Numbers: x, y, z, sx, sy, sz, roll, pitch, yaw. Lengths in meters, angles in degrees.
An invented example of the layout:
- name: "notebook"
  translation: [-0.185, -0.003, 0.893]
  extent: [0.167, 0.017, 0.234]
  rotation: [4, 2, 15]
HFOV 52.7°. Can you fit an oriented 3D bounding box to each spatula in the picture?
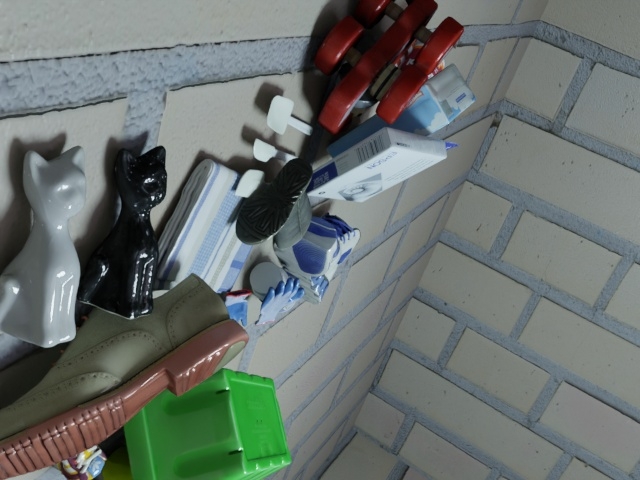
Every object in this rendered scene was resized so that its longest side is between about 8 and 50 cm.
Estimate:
- name: "spatula"
  translation: [-0.065, -0.146, 1.087]
  extent: [0.242, 0.019, 0.168]
  rotation: [-2, 111, -73]

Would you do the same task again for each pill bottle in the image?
- name: "pill bottle"
  translation: [-0.097, 0.095, 1.319]
  extent: [0.078, 0.078, 0.137]
  rotation: [-56, 161, -13]
- name: "pill bottle"
  translation: [0.205, -0.355, 1.434]
  extent: [0.152, 0.086, 0.086]
  rotation: [-56, 162, -15]

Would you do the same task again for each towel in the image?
- name: "towel"
  translation: [-0.169, -0.010, 1.038]
  extent: [0.209, 0.034, 0.285]
  rotation: [-63, 164, 1]

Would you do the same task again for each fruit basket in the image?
- name: "fruit basket"
  translation: [-0.266, 0.380, 1.132]
  extent: [0.391, 0.283, 0.392]
  rotation: [-14, 162, -5]

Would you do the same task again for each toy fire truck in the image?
- name: "toy fire truck"
  translation: [0.097, -0.298, 1.148]
  extent: [0.302, 0.169, 0.254]
  rotation: [-52, 179, -21]

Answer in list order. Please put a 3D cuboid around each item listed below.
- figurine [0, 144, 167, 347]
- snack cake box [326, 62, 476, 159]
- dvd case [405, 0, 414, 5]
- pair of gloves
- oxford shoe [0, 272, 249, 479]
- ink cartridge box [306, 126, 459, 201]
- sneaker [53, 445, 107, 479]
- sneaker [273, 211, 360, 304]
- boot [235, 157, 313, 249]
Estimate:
- name: "figurine"
  translation: [-0.262, -0.007, 0.730]
  extent: [0.215, 0.092, 0.210]
  rotation: [-16, 125, -64]
- name: "snack cake box"
  translation: [0.157, -0.230, 1.278]
  extent: [0.264, 0.089, 0.152]
  rotation: [-28, -170, 42]
- name: "dvd case"
  translation: [0.170, -0.482, 1.175]
  extent: [0.013, 0.087, 0.119]
  rotation: [-10, 147, -9]
- name: "pair of gloves"
  translation: [-0.123, 0.131, 1.238]
  extent: [0.198, 0.023, 0.159]
  rotation: [-10, 148, -32]
- name: "oxford shoe"
  translation: [-0.295, 0.174, 0.846]
  extent: [0.396, 0.147, 0.140]
  rotation: [-25, 160, -32]
- name: "ink cartridge box"
  translation: [0.119, -0.133, 1.216]
  extent: [0.223, 0.045, 0.223]
  rotation: [1, 160, -44]
- name: "sneaker"
  translation: [-0.349, 0.299, 0.935]
  extent: [0.069, 0.083, 0.186]
  rotation: [-47, 158, -36]
- name: "sneaker"
  translation: [0.000, 0.001, 1.395]
  extent: [0.182, 0.127, 0.315]
  rotation: [-57, 169, -22]
- name: "boot"
  translation: [-0.075, -0.034, 1.131]
  extent: [0.190, 0.076, 0.208]
  rotation: [-47, 173, -20]
